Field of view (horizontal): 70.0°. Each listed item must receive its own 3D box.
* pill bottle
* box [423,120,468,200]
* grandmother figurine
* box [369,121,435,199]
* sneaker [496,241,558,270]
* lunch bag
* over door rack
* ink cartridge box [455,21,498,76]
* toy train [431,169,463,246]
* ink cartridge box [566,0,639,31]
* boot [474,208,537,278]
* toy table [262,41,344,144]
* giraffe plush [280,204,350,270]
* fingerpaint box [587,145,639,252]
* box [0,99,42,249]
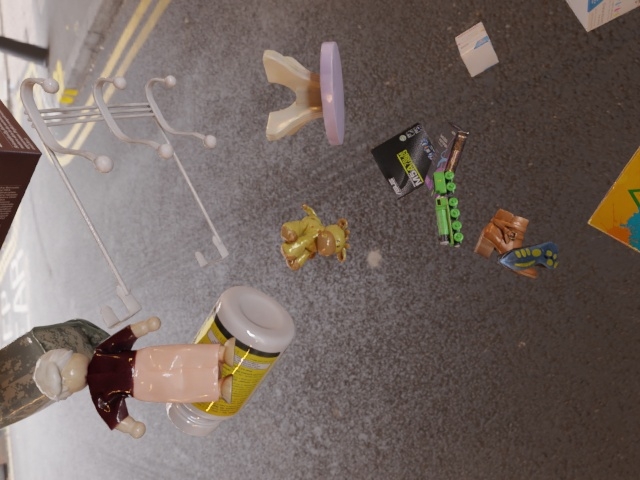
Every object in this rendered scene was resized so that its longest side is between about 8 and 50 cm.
[{"bbox_3d":[-0.218,0.283,1.050,0.333,0.188,0.188,-56,51,19],"label":"pill bottle"},{"bbox_3d":[0.282,-0.181,1.039,0.116,0.029,0.162,-90,14,-65],"label":"box"},{"bbox_3d":[-0.332,0.245,0.825,0.104,0.343,0.207,113,160,-64],"label":"grandmother figurine"},{"bbox_3d":[0.284,-0.255,1.484,0.184,0.045,0.190,-28,88,9],"label":"box"},{"bbox_3d":[0.502,0.038,1.101,0.078,0.188,0.067,2,95,63],"label":"sneaker"},{"bbox_3d":[-0.651,0.306,1.080,0.235,0.287,0.168,-30,84,1],"label":"lunch bag"},{"bbox_3d":[-0.241,-0.076,0.661,0.108,0.239,0.324,-9,104,25],"label":"over door rack"},{"bbox_3d":[0.500,-0.617,1.467,0.092,0.090,0.143,-24,42,29],"label":"ink cartridge box"},{"bbox_3d":[0.128,-0.033,0.467,0.024,0.017,0.083,-5,74,8],"label":"toy train"},{"bbox_3d":[0.774,-0.705,1.176,0.233,0.171,0.168,-24,64,20],"label":"ink cartridge box"},{"bbox_3d":[0.565,0.010,1.323,0.197,0.073,0.152,29,92,5],"label":"boot"},{"bbox_3d":[-0.033,-0.339,1.090,0.274,0.161,0.252,82,-167,-50],"label":"toy table"},{"bbox_3d":[0.000,0.000,1.412,0.171,0.210,0.181,15,142,29],"label":"giraffe plush"},{"bbox_3d":[0.728,0.028,0.725,0.371,0.445,0.163,50,122,48],"label":"fingerpaint box"},{"bbox_3d":[-0.756,-0.100,0.960,0.191,0.143,0.381,47,116,16],"label":"box"}]
